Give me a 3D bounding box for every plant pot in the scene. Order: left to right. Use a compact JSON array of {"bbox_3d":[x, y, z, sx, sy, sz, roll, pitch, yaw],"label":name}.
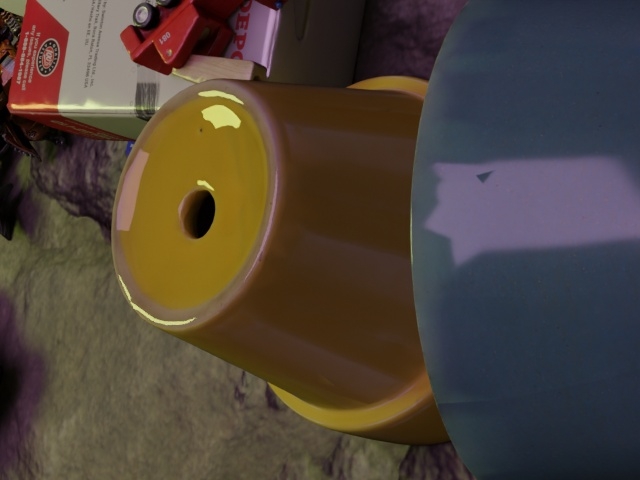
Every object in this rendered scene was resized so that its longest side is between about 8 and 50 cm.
[{"bbox_3d":[0.000,0.000,1.138,0.254,0.239,0.254,-14,69,43],"label":"plant pot"},{"bbox_3d":[0.217,-0.001,0.901,0.235,0.293,0.293,-1,78,29],"label":"plant pot"}]

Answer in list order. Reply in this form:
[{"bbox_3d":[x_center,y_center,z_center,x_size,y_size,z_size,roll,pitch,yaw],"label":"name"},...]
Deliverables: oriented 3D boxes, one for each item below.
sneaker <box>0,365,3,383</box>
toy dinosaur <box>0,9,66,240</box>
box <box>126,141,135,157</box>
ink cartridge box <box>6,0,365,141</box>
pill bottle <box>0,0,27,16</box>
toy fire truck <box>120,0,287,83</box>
[{"bbox_3d":[-0.381,0.085,1.621,0.124,0.107,0.283,-44,48,1],"label":"sneaker"},{"bbox_3d":[-0.314,-0.134,1.593,0.322,0.164,0.218,6,67,64],"label":"toy dinosaur"},{"bbox_3d":[-0.141,-0.134,1.469,0.081,0.028,0.136,18,90,45],"label":"box"},{"bbox_3d":[-0.103,-0.182,1.356,0.273,0.114,0.197,5,82,37],"label":"ink cartridge box"},{"bbox_3d":[-0.231,-0.319,1.511,0.131,0.131,0.229,-7,63,44],"label":"pill bottle"},{"bbox_3d":[-0.080,-0.128,1.226,0.192,0.047,0.135,-42,60,21],"label":"toy fire truck"}]
